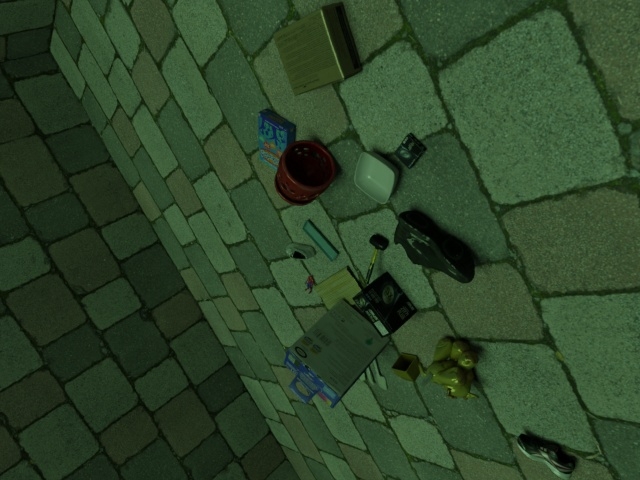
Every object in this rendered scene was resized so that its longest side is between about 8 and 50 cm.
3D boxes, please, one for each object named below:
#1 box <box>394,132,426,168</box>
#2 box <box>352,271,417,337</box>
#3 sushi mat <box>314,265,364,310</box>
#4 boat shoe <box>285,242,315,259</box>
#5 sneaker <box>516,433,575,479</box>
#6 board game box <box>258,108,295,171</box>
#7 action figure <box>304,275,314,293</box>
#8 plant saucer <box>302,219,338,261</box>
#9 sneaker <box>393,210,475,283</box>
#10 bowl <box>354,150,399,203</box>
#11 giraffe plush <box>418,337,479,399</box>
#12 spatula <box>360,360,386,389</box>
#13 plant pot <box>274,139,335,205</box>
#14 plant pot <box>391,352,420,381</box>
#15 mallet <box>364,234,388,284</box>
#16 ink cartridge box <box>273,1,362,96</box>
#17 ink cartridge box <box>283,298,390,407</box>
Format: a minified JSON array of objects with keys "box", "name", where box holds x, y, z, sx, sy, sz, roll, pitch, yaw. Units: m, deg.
[{"box":[0.255,-0.254,1.286,0.067,0.018,0.083,49,146,10],"name":"box"},{"box":[0.229,0.228,1.604,0.180,0.147,0.077,54,147,6],"name":"box"},{"box":[0.078,0.217,1.901,0.151,0.019,0.316,54,146,2],"name":"sushi mat"},{"box":[-0.100,0.055,1.950,0.184,0.063,0.066,13,127,46],"name":"boat shoe"},{"box":[0.722,0.670,1.438,0.178,0.072,0.077,27,125,25],"name":"sneaker"},{"box":[-0.166,-0.365,1.699,0.160,0.047,0.210,36,142,28],"name":"board game box"},{"box":[-0.050,0.196,2.039,0.038,0.030,0.115,43,143,28],"name":"action figure"},{"box":[0.000,0.000,1.821,0.192,0.018,0.067,49,146,13],"name":"plant saucer"},{"box":[0.334,0.034,1.345,0.286,0.109,0.130,47,138,30],"name":"sneaker"},{"box":[0.179,-0.199,1.397,0.142,0.053,0.142,40,142,23],"name":"bowl"},{"box":[0.453,0.457,1.514,0.170,0.210,0.181,44,-175,-25],"name":"giraffe plush"},{"box":[0.211,0.551,2.017,0.168,0.019,0.242,12,124,50],"name":"spatula"},{"box":[-0.066,-0.224,1.564,0.191,0.191,0.174,54,149,4],"name":"plant pot"},{"box":[0.341,0.503,1.756,0.081,0.081,0.083,-5,124,53],"name":"plant pot"},{"box":[0.192,0.075,1.581,0.062,0.039,0.189,25,118,37],"name":"mallet"},{"box":[-0.012,-0.549,1.316,0.235,0.088,0.193,4,122,50],"name":"ink cartridge box"},{"box":[0.044,0.459,1.789,0.270,0.395,0.151,39,143,18],"name":"ink cartridge box"}]
